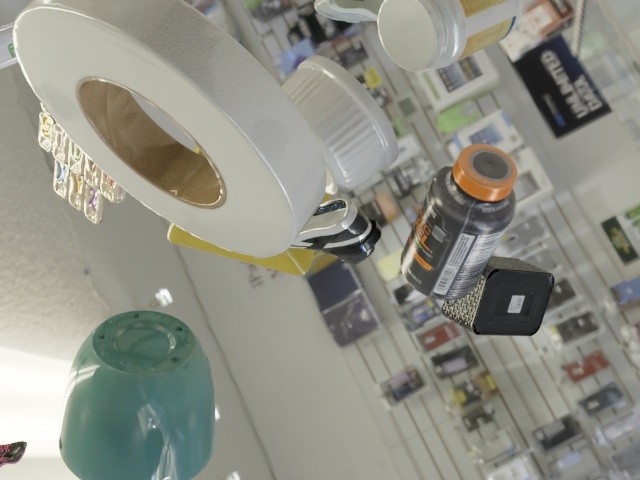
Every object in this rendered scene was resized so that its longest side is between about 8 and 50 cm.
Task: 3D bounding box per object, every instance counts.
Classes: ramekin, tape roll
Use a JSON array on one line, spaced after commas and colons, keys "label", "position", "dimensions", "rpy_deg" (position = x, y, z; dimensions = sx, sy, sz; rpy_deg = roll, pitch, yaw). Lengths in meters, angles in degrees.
[{"label": "ramekin", "position": [0.009, -0.165, 1.331], "dimensions": [0.207, 0.109, 0.207], "rpy_deg": [46, 167, 14]}, {"label": "tape roll", "position": [-0.171, -0.130, 0.995], "dimensions": [0.392, 0.072, 0.392], "rpy_deg": [30, 156, 15]}]

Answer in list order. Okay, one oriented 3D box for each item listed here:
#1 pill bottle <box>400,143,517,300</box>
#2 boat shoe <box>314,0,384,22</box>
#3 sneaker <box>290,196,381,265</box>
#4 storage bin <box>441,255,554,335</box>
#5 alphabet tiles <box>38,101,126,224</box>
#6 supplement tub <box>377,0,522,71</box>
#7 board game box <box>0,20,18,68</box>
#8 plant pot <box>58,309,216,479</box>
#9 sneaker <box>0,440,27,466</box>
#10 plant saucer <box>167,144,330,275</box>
[{"label": "pill bottle", "position": [0.210, -0.029, 1.309], "dimensions": [0.246, 0.130, 0.130], "rpy_deg": [107, 147, -48]}, {"label": "boat shoe", "position": [0.077, -0.553, 2.065], "dimensions": [0.227, 0.081, 0.079], "rpy_deg": [-6, -93, -46]}, {"label": "sneaker", "position": [0.000, 0.000, 1.384], "dimensions": [0.121, 0.216, 0.079], "rpy_deg": [41, -120, -35]}, {"label": "storage bin", "position": [0.315, 0.097, 1.554], "dimensions": [0.180, 0.122, 0.084], "rpy_deg": [6, -166, -36]}, {"label": "alphabet tiles", "position": [-0.420, -0.182, 1.543], "dimensions": [0.021, 0.278, 0.284], "rpy_deg": [-11, -146, -43]}, {"label": "supplement tub", "position": [0.202, -0.354, 1.373], "dimensions": [0.144, 0.199, 0.144], "rpy_deg": [34, 139, 36]}, {"label": "board game box", "position": [-0.485, -0.301, 1.352], "dimensions": [0.053, 0.305, 0.193], "rpy_deg": [69, 170, -21]}, {"label": "plant pot", "position": [-0.327, 0.272, 1.598], "dimensions": [0.293, 0.293, 0.235], "rpy_deg": [-110, 25, -54]}, {"label": "sneaker", "position": [-0.690, 0.459, 1.909], "dimensions": [0.057, 0.119, 0.047], "rpy_deg": [47, -152, -35]}, {"label": "plant saucer", "position": [-0.145, -0.126, 1.821], "dimensions": [0.081, 0.332, 0.333], "rpy_deg": [36, -111, -70]}]
